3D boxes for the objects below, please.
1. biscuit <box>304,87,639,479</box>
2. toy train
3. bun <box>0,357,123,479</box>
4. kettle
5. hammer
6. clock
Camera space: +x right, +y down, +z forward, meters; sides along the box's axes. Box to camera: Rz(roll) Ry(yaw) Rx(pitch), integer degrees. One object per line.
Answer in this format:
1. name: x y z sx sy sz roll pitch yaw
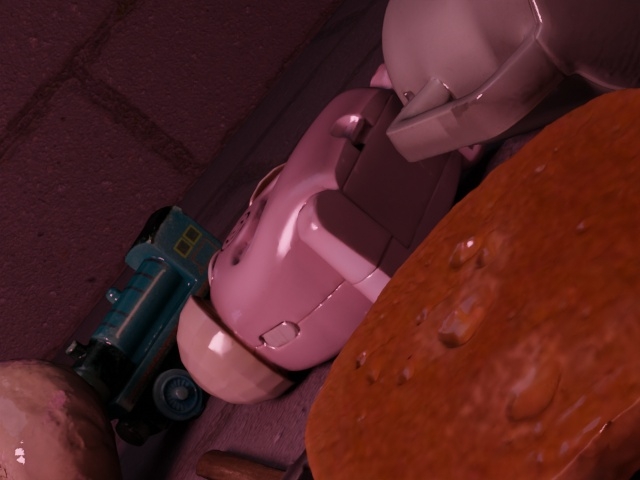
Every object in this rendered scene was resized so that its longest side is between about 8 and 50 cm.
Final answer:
1. biscuit: 0.147 0.061 0.869 0.385 0.062 0.365 -47 21 7
2. toy train: -0.210 0.115 1.635 0.120 0.194 0.298 -29 25 53
3. bun: -0.320 0.261 1.476 0.168 0.273 0.273 -22 1 -26
4. kettle: 0.178 -0.197 1.127 0.265 0.205 0.318 -14 3 -19
5. hammer: -0.065 0.232 1.196 0.111 0.043 0.365 -55 12 -15
6. clock: 0.000 0.000 1.346 0.326 0.184 0.342 -42 10 46
